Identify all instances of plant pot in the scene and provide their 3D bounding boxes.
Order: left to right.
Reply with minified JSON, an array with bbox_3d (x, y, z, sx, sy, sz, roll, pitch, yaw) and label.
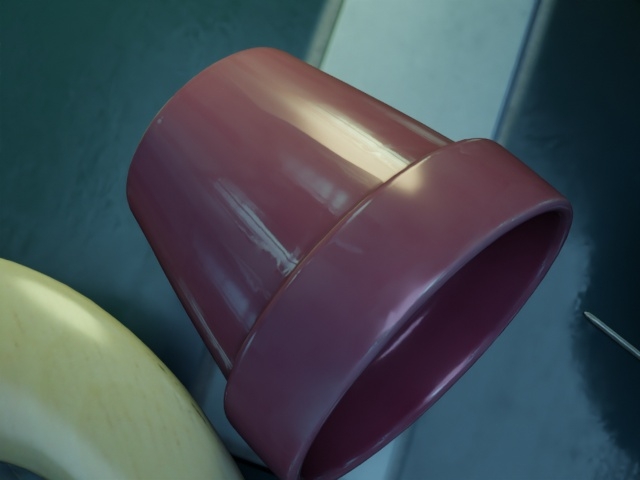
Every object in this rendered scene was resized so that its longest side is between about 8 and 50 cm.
[{"bbox_3d":[0.000,0.000,0.493,0.201,0.201,0.180,-44,69,-5],"label":"plant pot"}]

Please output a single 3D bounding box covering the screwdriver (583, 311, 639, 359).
[{"bbox_3d":[0.231,0.095,0.557,0.170,0.024,0.025,44,114,7],"label":"screwdriver"}]

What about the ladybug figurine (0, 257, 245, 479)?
[{"bbox_3d":[-0.158,0.216,0.471,0.305,0.162,0.449,-15,83,-1],"label":"ladybug figurine"}]
